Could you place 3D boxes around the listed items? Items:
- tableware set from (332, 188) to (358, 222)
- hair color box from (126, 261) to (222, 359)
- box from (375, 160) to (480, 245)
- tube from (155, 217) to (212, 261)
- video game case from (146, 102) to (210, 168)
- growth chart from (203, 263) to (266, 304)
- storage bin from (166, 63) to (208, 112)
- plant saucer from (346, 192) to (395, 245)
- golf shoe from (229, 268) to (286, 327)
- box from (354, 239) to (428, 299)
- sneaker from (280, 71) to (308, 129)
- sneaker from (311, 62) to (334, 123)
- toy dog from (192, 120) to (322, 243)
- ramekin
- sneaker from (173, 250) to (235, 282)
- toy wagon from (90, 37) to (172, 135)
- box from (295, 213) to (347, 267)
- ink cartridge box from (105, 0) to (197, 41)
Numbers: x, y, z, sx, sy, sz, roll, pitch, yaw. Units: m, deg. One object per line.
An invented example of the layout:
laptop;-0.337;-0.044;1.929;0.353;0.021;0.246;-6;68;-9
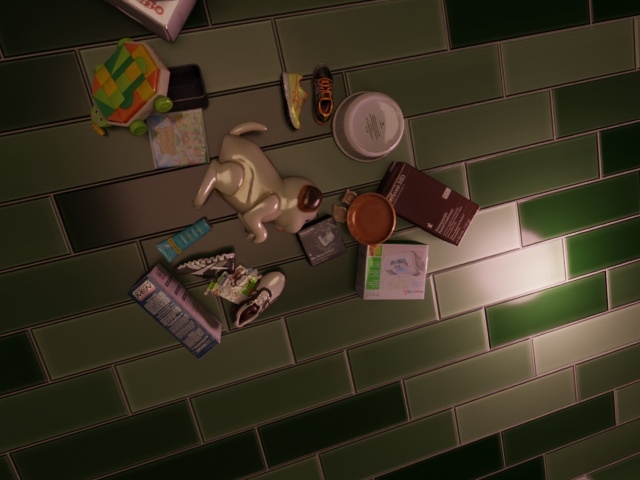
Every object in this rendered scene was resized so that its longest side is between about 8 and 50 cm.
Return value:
tableware set;0.133;-0.114;1.601;0.169;0.020;0.141;29;110;1
hair color box;-0.518;0.253;1.478;0.105;0.174;0.347;-41;105;-2
box;0.422;-0.148;1.633;0.382;0.143;0.191;26;95;-13
tube;-0.501;-0.007;1.506;0.207;0.052;0.080;-34;98;1
video game case;-0.508;-0.372;1.448;0.194;0.023;0.212;-8;102;-11
growth chart;-0.310;0.178;1.590;0.238;0.021;0.171;25;93;-16
storage bin;-0.486;-0.516;1.383;0.181;0.084;0.121;-12;87;-11
plant saucer;0.194;-0.081;1.537;0.200;0.037;0.199;3;95;33
golf shoe;-0.227;0.228;1.547;0.105;0.120;0.272;44;86;-14
box;0.285;0.117;1.657;0.263;0.127;0.230;2;97;-13
sneaker;-0.087;-0.513;1.487;0.094;0.081;0.208;-10;101;-13
sneaker;0.017;-0.545;1.503;0.084;0.083;0.214;-6;100;-10
toy dog;-0.200;-0.177;1.450;0.409;0.285;0.394;25;76;-16
ramekin;0.190;-0.433;1.537;0.274;0.127;0.272;-2;100;-13
sneaker;-0.426;0.112;1.510;0.235;0.078;0.106;-13;90;-4
toy wagon;-0.638;-0.470;1.315;0.345;0.068;0.267;-36;81;16
box;0.000;0.000;1.590;0.156;0.093;0.158;-25;103;-7
ink cartridge box;-0.512;-0.895;1.281;0.286;0.166;0.394;29;93;-16
